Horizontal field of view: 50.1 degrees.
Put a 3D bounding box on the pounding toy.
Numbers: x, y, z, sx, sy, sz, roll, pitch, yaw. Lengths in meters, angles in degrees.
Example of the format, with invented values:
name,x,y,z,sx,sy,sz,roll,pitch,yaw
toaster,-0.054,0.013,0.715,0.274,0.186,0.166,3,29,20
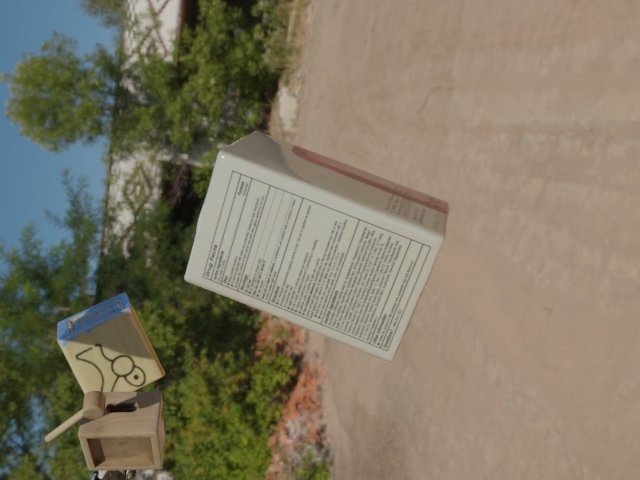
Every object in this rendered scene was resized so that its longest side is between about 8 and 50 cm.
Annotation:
name,x,y,z,sx,sy,sz,roll,pitch,yaw
pounding toy,-0.360,0.297,1.152,0.206,0.181,0.094,98,170,-45

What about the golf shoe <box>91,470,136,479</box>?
name,x,y,z,sx,sy,sz,roll,pitch,yaw
golf shoe,-0.453,0.533,1.406,0.077,0.094,0.198,26,103,36

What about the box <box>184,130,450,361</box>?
name,x,y,z,sx,sy,sz,roll,pitch,yaw
box,0.000,0.000,0.715,0.127,0.232,0.149,-56,-13,-67

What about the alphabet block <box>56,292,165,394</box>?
name,x,y,z,sx,sy,sz,roll,pitch,yaw
alphabet block,-0.520,0.268,1.695,0.197,0.192,0.193,69,165,-14
